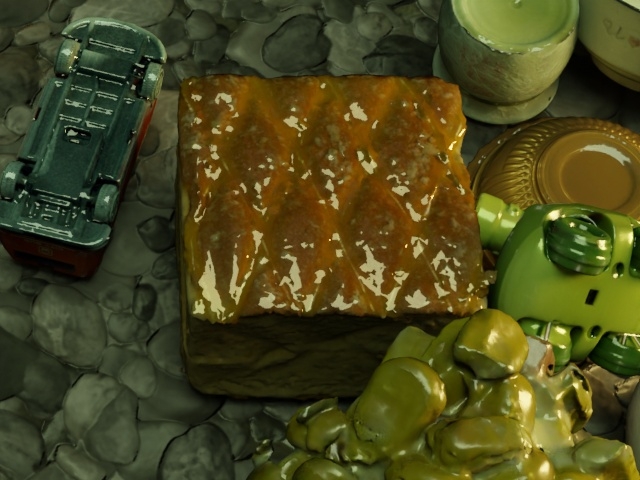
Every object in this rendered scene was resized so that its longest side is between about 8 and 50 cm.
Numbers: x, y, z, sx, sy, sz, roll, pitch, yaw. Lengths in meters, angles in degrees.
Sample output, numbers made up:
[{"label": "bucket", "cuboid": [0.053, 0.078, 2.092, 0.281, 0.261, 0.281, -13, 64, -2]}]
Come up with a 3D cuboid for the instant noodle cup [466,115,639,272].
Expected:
[{"label": "instant noodle cup", "cuboid": [0.278, -0.040, 1.754, 0.274, 0.091, 0.274, 3, 59, -4]}]

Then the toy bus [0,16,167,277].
[{"label": "toy bus", "cuboid": [-0.237, -0.093, 1.710, 0.121, 0.120, 0.265, 14, 60, 2]}]

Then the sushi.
[{"label": "sushi", "cuboid": [0.123, 0.251, 1.456, 0.328, 0.285, 0.328, -19, 65, -16]}]

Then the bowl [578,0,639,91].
[{"label": "bowl", "cuboid": [0.368, -0.241, 1.837, 0.238, 0.126, 0.238, 10, 37, -7]}]

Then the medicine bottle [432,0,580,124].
[{"label": "medicine bottle", "cuboid": [0.197, -0.215, 1.814, 0.147, 0.143, 0.147, 1, 62, -2]}]

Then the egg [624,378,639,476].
[{"label": "egg", "cuboid": [0.372, 0.182, 1.578, 0.183, 0.183, 0.217, 28, 51, 10]}]

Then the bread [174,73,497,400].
[{"label": "bread", "cuboid": [0.000, 0.000, 1.633, 0.279, 0.207, 0.279, -3, 62, -9]}]

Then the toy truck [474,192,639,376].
[{"label": "toy truck", "cuboid": [0.240, 0.029, 1.612, 0.187, 0.148, 0.210, 13, 17, -14]}]
